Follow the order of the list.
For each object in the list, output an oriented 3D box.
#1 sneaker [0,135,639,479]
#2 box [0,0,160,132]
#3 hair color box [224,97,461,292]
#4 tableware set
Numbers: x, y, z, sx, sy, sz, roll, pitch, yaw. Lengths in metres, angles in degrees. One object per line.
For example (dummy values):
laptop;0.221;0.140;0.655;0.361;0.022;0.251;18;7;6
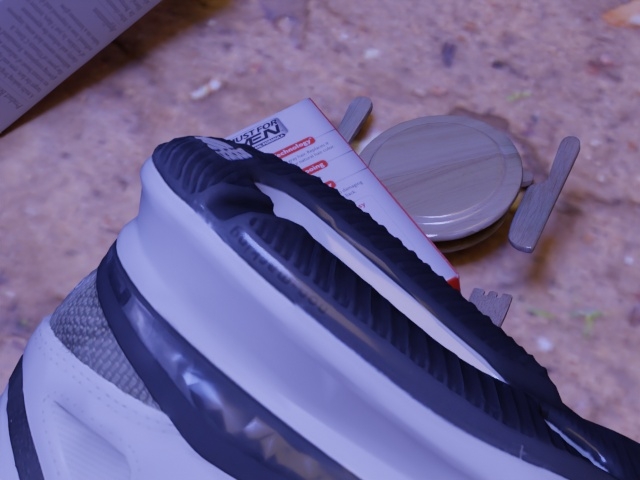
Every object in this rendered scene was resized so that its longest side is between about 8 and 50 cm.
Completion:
sneaker;0.049;0.195;0.477;0.447;0.169;0.257;41;105;11
box;-0.157;-0.161;0.705;0.170;0.091;0.130;-39;68;1
hair color box;0.000;0.000;0.639;0.072;0.043;0.141;-26;50;-12
tableware set;0.039;0.014;0.676;0.128;0.039;0.194;14;53;22
